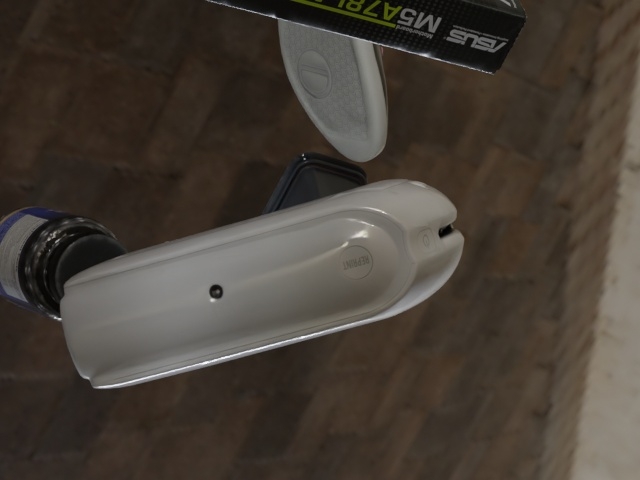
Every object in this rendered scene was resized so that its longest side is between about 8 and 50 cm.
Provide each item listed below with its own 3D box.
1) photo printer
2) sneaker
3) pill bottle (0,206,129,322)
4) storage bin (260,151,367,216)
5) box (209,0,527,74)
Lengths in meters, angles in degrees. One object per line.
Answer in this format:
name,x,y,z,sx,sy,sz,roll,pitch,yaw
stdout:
photo printer,-0.032,0.029,1.377,0.256,0.308,0.107,-25,99,-79
sneaker,0.034,-0.221,1.437,0.147,0.105,0.295,-18,89,-41
pill bottle,-0.296,0.029,1.878,0.123,0.219,0.122,-4,98,-29
storage bin,0.000,0.000,1.606,0.098,0.091,0.135,16,123,-24
box,-0.002,-0.174,0.872,0.184,0.190,0.045,9,127,-24
